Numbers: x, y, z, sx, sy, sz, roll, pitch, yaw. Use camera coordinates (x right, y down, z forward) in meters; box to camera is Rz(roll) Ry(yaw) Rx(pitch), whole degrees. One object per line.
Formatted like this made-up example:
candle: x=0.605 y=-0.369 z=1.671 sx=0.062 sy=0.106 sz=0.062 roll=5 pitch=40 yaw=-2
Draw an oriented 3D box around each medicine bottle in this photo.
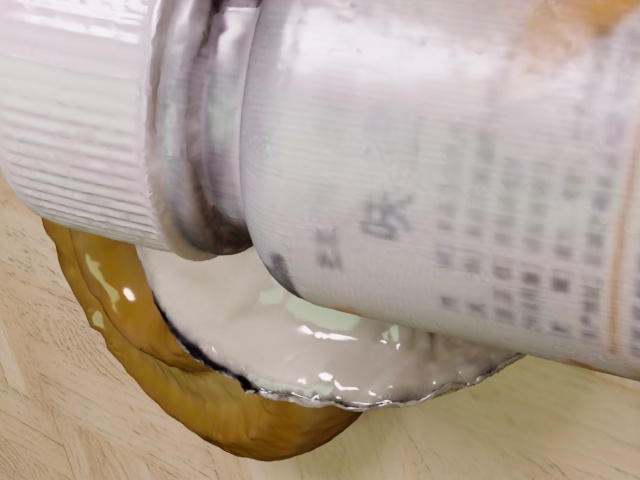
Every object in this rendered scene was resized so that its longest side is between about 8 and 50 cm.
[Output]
medicine bottle: x=0.040 y=-0.051 z=0.663 sx=0.273 sy=0.165 sz=0.165 roll=12 pitch=132 yaw=16

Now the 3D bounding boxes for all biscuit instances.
biscuit: x=-0.077 y=0.000 z=1.158 sx=0.296 sy=0.102 sz=0.296 roll=41 pitch=148 yaw=34

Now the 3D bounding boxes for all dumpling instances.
dumpling: x=0.000 y=0.000 z=0.962 sx=0.247 sy=0.172 sz=0.142 roll=40 pitch=161 yaw=29
